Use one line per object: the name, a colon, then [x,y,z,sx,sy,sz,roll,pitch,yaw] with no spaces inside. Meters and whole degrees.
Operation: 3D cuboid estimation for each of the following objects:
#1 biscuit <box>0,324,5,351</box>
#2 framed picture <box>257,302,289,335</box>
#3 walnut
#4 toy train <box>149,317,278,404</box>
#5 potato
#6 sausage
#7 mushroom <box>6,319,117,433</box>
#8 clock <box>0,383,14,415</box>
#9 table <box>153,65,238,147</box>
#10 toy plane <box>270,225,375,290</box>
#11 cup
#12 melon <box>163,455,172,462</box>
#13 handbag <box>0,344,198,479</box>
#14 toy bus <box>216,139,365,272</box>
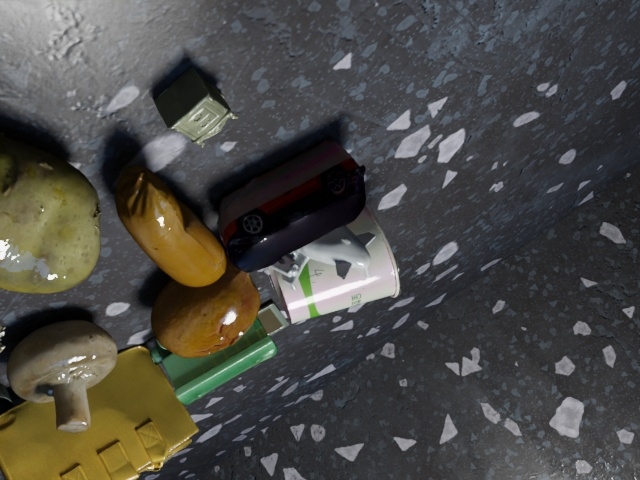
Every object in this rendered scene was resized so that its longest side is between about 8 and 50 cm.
biscuit: [-0.682,0.222,1.019,0.239,0.062,0.108,-36,155,6]
framed picture: [-0.245,0.288,1.716,0.296,0.019,0.232,-30,155,-5]
walnut: [-0.237,0.140,1.235,0.203,0.203,0.298,-3,150,-48]
toy train: [-0.262,0.253,1.412,0.301,0.202,0.120,-29,160,-8]
potato: [-0.408,-0.036,0.735,0.141,0.191,0.296,3,166,28]
sausage: [-0.260,-0.018,0.986,0.116,0.134,0.354,-34,156,-6]
mushroom: [-0.503,0.273,1.146,0.207,0.215,0.207,-19,154,-9]
clock: [-0.769,0.370,1.216,0.215,0.042,0.215,-26,155,-13]
table: [-0.180,-0.191,0.844,0.079,0.062,0.083,-37,156,12]
toy plane: [0.000,0.000,1.215,0.244,0.245,0.117,-30,144,-7]
cup: [0.021,0.065,1.368,0.274,0.253,0.253,-22,154,-9]
melon: [-0.504,0.528,1.611,0.223,0.223,0.317,-36,160,8]
handbag: [-0.517,0.453,1.333,0.401,0.283,0.133,-25,160,-40]
toy bus: [-0.056,-0.066,1.120,0.302,0.147,0.127,-28,147,-6]
